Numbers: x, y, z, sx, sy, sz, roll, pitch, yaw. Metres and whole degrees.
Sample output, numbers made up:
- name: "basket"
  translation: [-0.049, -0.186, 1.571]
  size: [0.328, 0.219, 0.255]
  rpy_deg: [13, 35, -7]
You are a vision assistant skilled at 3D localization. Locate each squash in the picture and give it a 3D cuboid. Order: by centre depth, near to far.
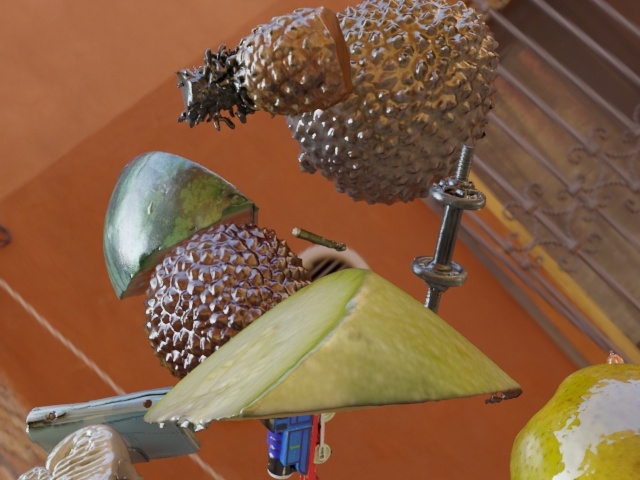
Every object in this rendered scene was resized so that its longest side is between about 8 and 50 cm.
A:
- name: "squash"
  translation: [0.024, 0.103, 0.576]
  size: [0.204, 0.155, 0.237]
  rpy_deg: [-41, 9, -24]

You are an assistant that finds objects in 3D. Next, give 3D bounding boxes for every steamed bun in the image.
- name: "steamed bun"
  translation: [-0.306, 0.369, 1.167]
  size: [0.211, 0.218, 0.144]
  rpy_deg: [-35, -56, 2]

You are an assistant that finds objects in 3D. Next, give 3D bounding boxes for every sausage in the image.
- name: "sausage"
  translation: [0.486, 0.227, 1.454]
  size: [0.031, 0.107, 0.031]
  rpy_deg: [-13, -27, -7]

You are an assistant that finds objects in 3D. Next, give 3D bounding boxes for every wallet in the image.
- name: "wallet"
  translation: [-0.336, 0.314, 1.502]
  size: [0.250, 0.075, 0.176]
  rpy_deg: [-9, -35, 7]

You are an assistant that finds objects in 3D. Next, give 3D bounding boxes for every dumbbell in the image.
- name: "dumbbell"
  translation: [0.176, -0.010, 1.250]
  size: [0.081, 0.081, 0.254]
  rpy_deg: [-20, -55, -56]

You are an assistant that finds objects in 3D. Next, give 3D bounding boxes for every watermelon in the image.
- name: "watermelon"
  translation: [-0.290, -0.002, 1.611]
  size: [0.222, 0.319, 0.292]
  rpy_deg: [-56, -13, -21]

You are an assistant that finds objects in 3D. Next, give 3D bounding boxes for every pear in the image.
- name: "pear"
  translation: [0.409, 0.294, 1.010]
  size: [0.340, 0.386, 0.191]
  rpy_deg: [-31, -29, -29]

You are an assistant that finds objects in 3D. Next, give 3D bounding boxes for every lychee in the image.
- name: "lychee"
  translation: [-0.113, 0.096, 1.178]
  size: [0.236, 0.236, 0.271]
  rpy_deg: [-41, 24, -7]
- name: "lychee"
  translation: [0.120, -0.263, 1.637]
  size: [0.432, 0.380, 0.380]
  rpy_deg: [-39, -13, 19]

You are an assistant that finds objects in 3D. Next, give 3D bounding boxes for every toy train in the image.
- name: "toy train"
  translation: [-0.047, 0.316, 1.544]
  size: [0.131, 0.083, 0.204]
  rpy_deg: [-6, -67, -27]

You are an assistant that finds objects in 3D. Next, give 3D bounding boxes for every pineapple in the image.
- name: "pineapple"
  translation: [-0.096, -0.244, 1.321]
  size: [0.278, 0.158, 0.158]
  rpy_deg: [-11, -8, 15]

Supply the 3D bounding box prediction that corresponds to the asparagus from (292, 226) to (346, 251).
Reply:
- name: "asparagus"
  translation: [0.000, 0.000, 1.272]
  size: [0.127, 0.018, 0.015]
  rpy_deg: [18, -94, -56]
